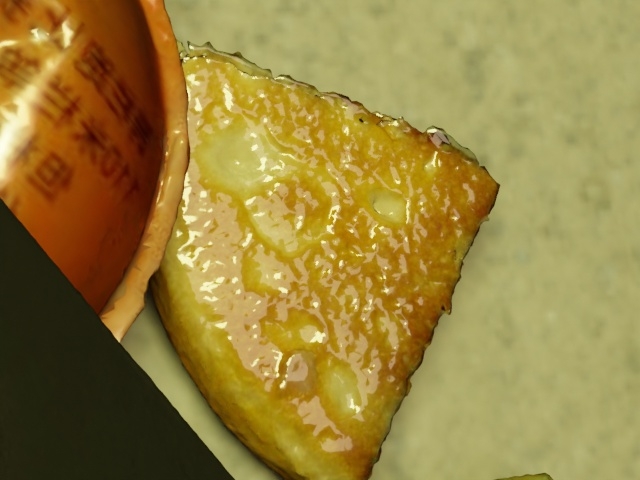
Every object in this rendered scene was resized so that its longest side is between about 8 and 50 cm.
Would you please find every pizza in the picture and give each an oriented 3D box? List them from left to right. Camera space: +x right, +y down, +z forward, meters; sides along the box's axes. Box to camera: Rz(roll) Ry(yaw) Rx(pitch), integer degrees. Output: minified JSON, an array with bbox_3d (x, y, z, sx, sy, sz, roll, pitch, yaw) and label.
[{"bbox_3d":[0.000,0.000,0.570,0.131,0.041,0.178,-34,94,-20],"label":"pizza"}]

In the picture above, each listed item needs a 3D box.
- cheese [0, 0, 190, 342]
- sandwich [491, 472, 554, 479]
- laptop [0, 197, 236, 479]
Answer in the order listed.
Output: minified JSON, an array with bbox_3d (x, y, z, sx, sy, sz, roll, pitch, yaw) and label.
[{"bbox_3d":[-0.167,0.000,0.462,0.217,0.129,0.329,39,80,-14],"label":"cheese"},{"bbox_3d":[0.060,0.205,0.515,0.128,0.122,0.236,-8,99,-26],"label":"sandwich"},{"bbox_3d":[-0.086,0.048,0.379,0.197,0.016,0.135,54,31,-21],"label":"laptop"}]
